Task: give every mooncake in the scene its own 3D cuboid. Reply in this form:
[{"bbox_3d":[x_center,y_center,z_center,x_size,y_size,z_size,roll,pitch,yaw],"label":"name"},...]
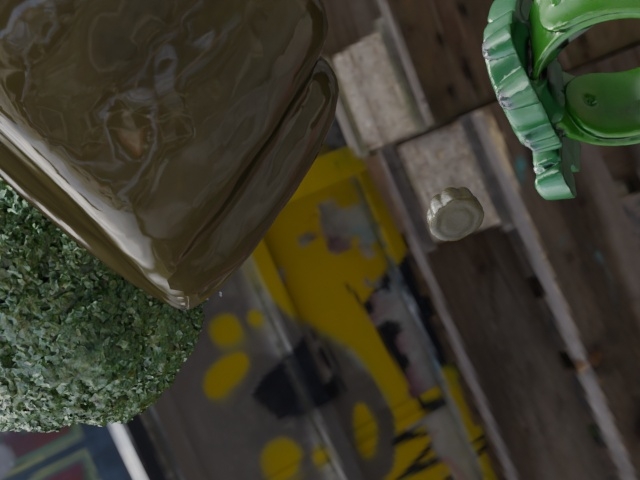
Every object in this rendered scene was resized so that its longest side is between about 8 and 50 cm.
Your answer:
[{"bbox_3d":[-0.003,0.008,1.360,0.346,0.057,0.150,2,126,9],"label":"mooncake"},{"bbox_3d":[-0.168,-0.144,0.869,0.378,0.201,0.378,40,168,10],"label":"mooncake"}]

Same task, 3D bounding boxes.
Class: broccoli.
[{"bbox_3d":[-0.309,0.064,1.517,0.310,0.413,0.321,52,-175,21],"label":"broccoli"}]

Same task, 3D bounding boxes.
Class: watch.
[{"bbox_3d":[0.205,-0.127,0.924,0.152,0.131,0.165,-18,134,22],"label":"watch"}]
